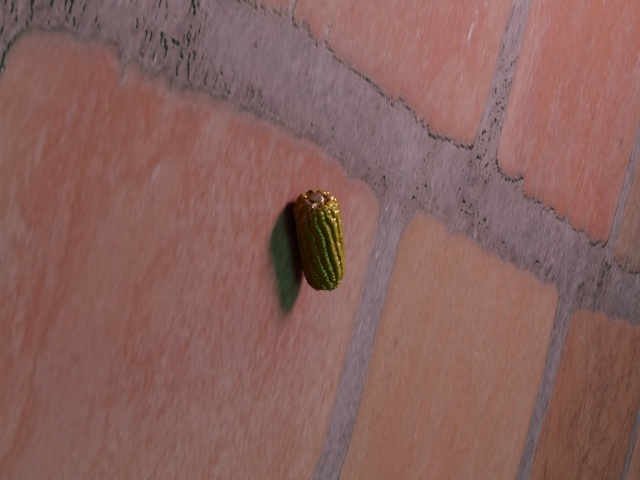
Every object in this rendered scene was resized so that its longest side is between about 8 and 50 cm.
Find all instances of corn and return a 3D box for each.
[{"bbox_3d":[0.000,0.000,1.310,0.037,0.037,0.092,-57,150,-41],"label":"corn"}]
